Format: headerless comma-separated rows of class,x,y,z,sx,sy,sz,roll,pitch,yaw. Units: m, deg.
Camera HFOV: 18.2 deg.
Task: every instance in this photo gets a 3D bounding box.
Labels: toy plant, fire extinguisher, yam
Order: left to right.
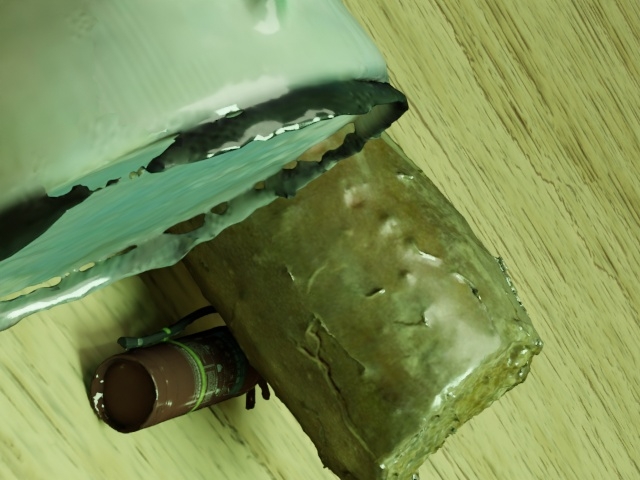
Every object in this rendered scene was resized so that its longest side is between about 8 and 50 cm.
toy plant,-0.135,-0.146,0.786,0.247,0.247,0.332,-16,81,-63
fire extinguisher,-0.061,0.062,0.960,0.132,0.039,0.056,-13,94,-63
yam,-0.001,0.001,0.944,0.129,0.128,0.238,-25,76,-47
